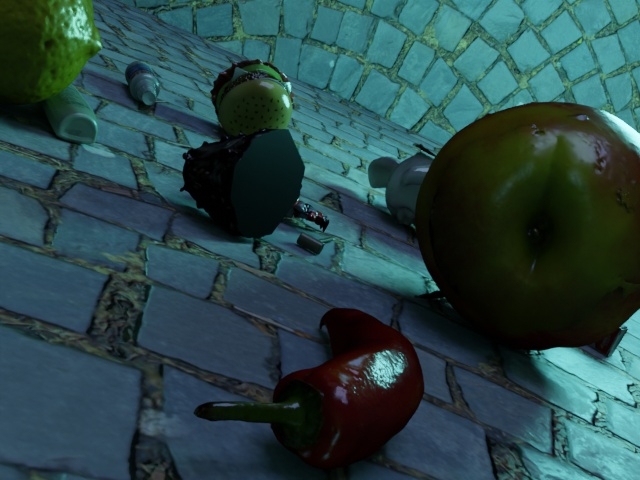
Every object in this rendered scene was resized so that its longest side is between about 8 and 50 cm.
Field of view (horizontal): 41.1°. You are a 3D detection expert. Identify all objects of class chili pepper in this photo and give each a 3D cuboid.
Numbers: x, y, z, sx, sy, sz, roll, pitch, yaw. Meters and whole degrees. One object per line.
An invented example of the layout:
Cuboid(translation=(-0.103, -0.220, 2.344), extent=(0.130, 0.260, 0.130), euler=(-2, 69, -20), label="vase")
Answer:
Cuboid(translation=(0.020, 0.124, 0.738), extent=(0.137, 0.091, 0.368), euler=(8, 4, 13), label="chili pepper")

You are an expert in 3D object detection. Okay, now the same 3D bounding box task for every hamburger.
Cuboid(translation=(-0.129, -0.265, 1.695), extent=(0.175, 0.175, 0.137), euler=(18, 29, -23), label="hamburger")

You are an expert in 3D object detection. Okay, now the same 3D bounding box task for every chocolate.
Cuboid(translation=(-0.121, -0.089, 1.132), extent=(0.133, 0.156, 0.156), euler=(19, 10, 31), label="chocolate")

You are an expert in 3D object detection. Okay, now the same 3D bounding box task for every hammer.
Cuboid(translation=(0.000, 0.000, 1.235), extent=(0.036, 0.019, 0.110), euler=(28, 13, 13), label="hammer")

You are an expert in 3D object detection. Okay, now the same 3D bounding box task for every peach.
Cuboid(translation=(0.311, -0.023, 1.181), extent=(0.370, 0.370, 0.370), euler=(23, 15, -6), label="peach")

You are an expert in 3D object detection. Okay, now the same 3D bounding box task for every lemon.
Cuboid(translation=(-0.441, -0.310, 1.167), extent=(0.267, 0.267, 0.267), euler=(23, 15, -6), label="lemon")

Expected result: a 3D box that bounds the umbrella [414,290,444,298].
Cuboid(translation=(0.179, 0.080, 1.244), extent=(0.149, 0.022, 0.022), euler=(-7, 38, -46), label="umbrella")

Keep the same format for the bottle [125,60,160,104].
Cuboid(translation=(-0.344, -0.300, 1.661), extent=(0.060, 0.060, 0.217), euler=(18, 17, -24), label="bottle")

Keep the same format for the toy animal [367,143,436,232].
Cuboid(translation=(0.219, -0.081, 1.605), extent=(0.209, 0.154, 0.325), euler=(26, 9, -22), label="toy animal")

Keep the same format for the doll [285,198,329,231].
Cuboid(translation=(-0.064, -0.065, 1.277), extent=(0.169, 0.057, 0.109), euler=(21, 13, -10), label="doll")

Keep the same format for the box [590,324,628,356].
Cuboid(translation=(0.396, 0.110, 1.407), extent=(0.218, 0.055, 0.040), euler=(33, 19, 32), label="box")

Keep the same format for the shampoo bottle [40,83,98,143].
Cuboid(translation=(-0.381, -0.201, 1.267), extent=(0.072, 0.049, 0.212), euler=(7, 23, -30), label="shampoo bottle")
